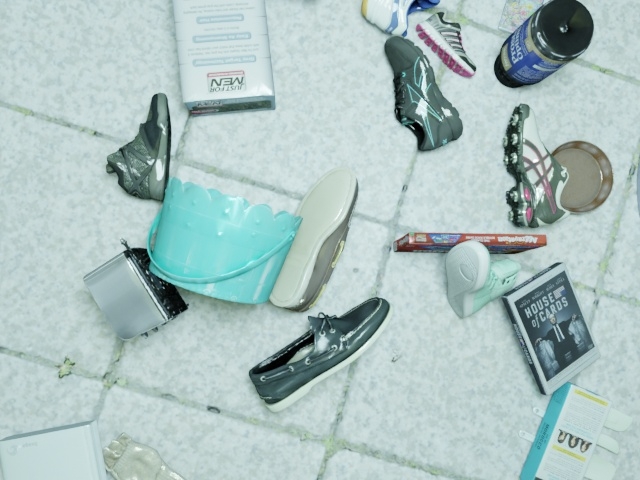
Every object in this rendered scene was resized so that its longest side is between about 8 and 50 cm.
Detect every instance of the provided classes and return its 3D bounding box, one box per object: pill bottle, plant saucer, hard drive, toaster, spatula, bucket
[{"bbox_3d":[0.453,-0.399,1.048,0.123,0.219,0.122,0,88,-5],"label":"pill bottle"},{"bbox_3d":[0.585,-0.144,1.149,0.169,0.029,0.168,0,90,-5],"label":"plant saucer"},{"bbox_3d":[-0.530,0.540,1.020,0.203,0.040,0.307,-12,87,5],"label":"hard drive"},{"bbox_3d":[-0.365,0.099,1.002,0.110,0.168,0.185,-31,92,-4],"label":"toaster"},{"bbox_3d":[0.581,0.435,1.141,0.242,0.019,0.168,25,88,-4],"label":"spatula"},{"bbox_3d":[-0.190,-0.001,0.974,0.282,0.281,0.182,17,92,-4],"label":"bucket"}]

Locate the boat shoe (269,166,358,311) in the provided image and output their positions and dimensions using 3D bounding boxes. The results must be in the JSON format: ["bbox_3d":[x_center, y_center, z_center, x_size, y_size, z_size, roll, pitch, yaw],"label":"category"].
[{"bbox_3d":[0.000,0.000,1.069,0.117,0.097,0.324,20,82,37],"label":"boat shoe"}]

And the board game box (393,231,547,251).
[{"bbox_3d":[0.309,0.007,1.066,0.282,0.145,0.027,1,83,-4],"label":"board game box"}]

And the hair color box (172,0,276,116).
[{"bbox_3d":[-0.206,-0.465,1.054,0.186,0.113,0.373,-6,89,-4],"label":"hair color box"}]

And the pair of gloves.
[{"bbox_3d":[-0.418,0.545,1.053,0.204,0.042,0.240,43,85,-2],"label":"pair of gloves"}]

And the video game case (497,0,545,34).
[{"bbox_3d":[0.468,-0.532,1.157,0.087,0.011,0.121,17,87,-3],"label":"video game case"}]

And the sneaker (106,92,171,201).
[{"bbox_3d":[-0.380,-0.202,1.048,0.131,0.087,0.227,7,94,-10],"label":"sneaker"}]

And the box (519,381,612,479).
[{"bbox_3d":[0.539,0.441,1.103,0.101,0.060,0.244,24,87,1],"label":"box"}]

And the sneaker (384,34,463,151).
[{"bbox_3d":[0.204,-0.319,1.089,0.106,0.101,0.267,-32,91,-2],"label":"sneaker"}]

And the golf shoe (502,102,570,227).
[{"bbox_3d":[0.471,-0.164,1.099,0.120,0.105,0.272,-6,98,7],"label":"golf shoe"}]

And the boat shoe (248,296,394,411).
[{"bbox_3d":[-0.005,0.212,1.049,0.340,0.127,0.113,-37,104,5],"label":"boat shoe"}]

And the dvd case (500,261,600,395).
[{"bbox_3d":[0.511,0.191,1.105,0.180,0.030,0.238,-26,96,-20],"label":"dvd case"}]

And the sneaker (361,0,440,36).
[{"bbox_3d":[0.226,-0.575,1.091,0.131,0.112,0.296,41,97,3],"label":"sneaker"}]

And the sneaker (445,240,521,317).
[{"bbox_3d":[0.345,0.053,1.038,0.151,0.255,0.094,-30,58,-10],"label":"sneaker"}]

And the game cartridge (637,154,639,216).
[{"bbox_3d":[0.839,-0.135,1.156,0.198,0.062,0.296,3,89,0],"label":"game cartridge"}]

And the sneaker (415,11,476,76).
[{"bbox_3d":[0.295,-0.441,1.115,0.075,0.063,0.170,-44,87,2],"label":"sneaker"}]
